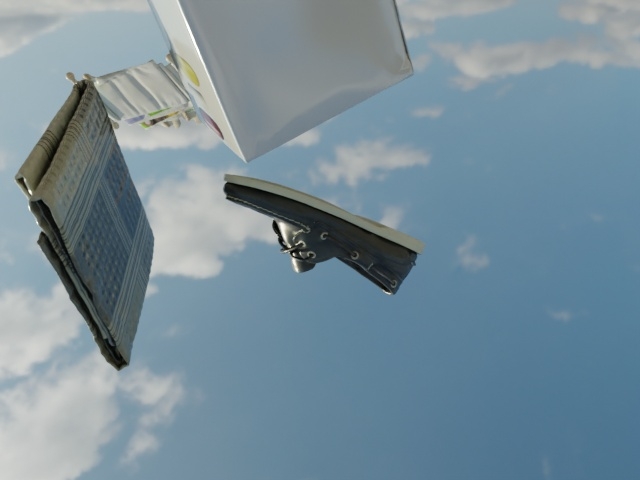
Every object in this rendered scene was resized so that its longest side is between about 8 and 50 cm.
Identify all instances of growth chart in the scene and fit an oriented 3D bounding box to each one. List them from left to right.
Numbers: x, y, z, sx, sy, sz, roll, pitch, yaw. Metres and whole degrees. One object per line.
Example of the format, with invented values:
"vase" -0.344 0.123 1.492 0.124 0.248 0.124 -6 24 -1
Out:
"growth chart" -0.322 -0.263 1.379 0.237 0.172 0.021 -7 -127 18

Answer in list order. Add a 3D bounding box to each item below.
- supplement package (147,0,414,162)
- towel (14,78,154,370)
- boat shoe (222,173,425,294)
"supplement package" -0.055 -0.248 0.724 0.204 0.262 0.145 -30 -145 -13
"towel" -0.323 -0.025 1.079 0.056 0.312 0.324 -10 -143 4
"boat shoe" -0.001 -0.001 1.109 0.340 0.113 0.127 20 -178 -33
